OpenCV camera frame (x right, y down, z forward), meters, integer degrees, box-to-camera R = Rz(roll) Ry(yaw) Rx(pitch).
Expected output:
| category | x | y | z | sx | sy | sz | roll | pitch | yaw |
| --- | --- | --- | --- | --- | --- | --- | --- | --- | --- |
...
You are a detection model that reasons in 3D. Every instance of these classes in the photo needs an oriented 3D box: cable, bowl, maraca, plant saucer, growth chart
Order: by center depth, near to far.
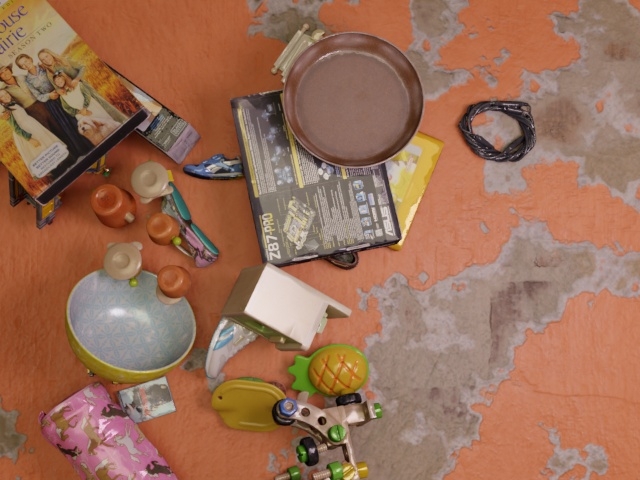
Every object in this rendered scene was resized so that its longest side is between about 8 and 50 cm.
| category | x | y | z | sx | sy | sz | roll | pitch | yaw |
| --- | --- | --- | --- | --- | --- | --- | --- | --- | --- |
| plant saucer | 0.072 | -0.305 | 1.751 | 0.311 | 0.050 | 0.310 | 0 | 81 | -2 |
| bowl | -0.438 | 0.215 | 1.782 | 0.290 | 0.289 | 0.156 | 34 | 129 | 3 |
| maraca | 0.019 | 0.301 | 1.823 | 0.186 | 0.099 | 0.127 | -11 | 97 | 7 |
| cable | 0.421 | -0.262 | 1.908 | 0.185 | 0.047 | 0.150 | 1 | 90 | -3 |
| growth chart | 0.002 | -0.399 | 1.924 | 0.237 | 0.021 | 0.172 | 43 | 85 | 3 |

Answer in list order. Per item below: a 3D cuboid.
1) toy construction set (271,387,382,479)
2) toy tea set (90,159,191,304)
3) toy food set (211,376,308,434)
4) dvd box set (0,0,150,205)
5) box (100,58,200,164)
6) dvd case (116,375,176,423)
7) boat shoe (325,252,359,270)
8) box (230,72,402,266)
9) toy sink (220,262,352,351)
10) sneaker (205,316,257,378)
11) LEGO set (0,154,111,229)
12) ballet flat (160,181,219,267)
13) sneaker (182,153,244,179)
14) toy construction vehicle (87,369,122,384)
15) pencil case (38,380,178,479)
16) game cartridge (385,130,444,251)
| category | x | y | z | sx | sy | sz | roll | pitch | yaw |
| --- | --- | --- | --- | --- | --- | --- | --- | --- | --- |
| toy construction set | 0.034 | 0.470 | 1.746 | 0.237 | 0.308 | 0.257 | -12 | 45 | -21 |
| toy tea set | -0.403 | -0.006 | 1.820 | 0.200 | 0.124 | 0.335 | -15 | 78 | -1 |
| toy food set | -0.138 | 0.370 | 1.836 | 0.218 | 0.071 | 0.128 | 8 | 109 | 2 |
| dvd box set | -0.618 | -0.327 | 1.720 | 0.308 | 0.062 | 0.420 | -41 | 80 | -6 |
| box | -0.428 | -0.304 | 1.840 | 0.290 | 0.169 | 0.087 | 37 | 88 | 2 |
| dvd case | -0.405 | 0.375 | 1.854 | 0.120 | 0.013 | 0.087 | -17 | 85 | -1 |
| boat shoe | 0.000 | 0.000 | 1.863 | 0.207 | 0.073 | 0.073 | 28 | 88 | 3 |
| box | -0.012 | -0.154 | 1.798 | 0.319 | 0.097 | 0.394 | -12 | 84 | -4 |
| toy sink | -0.077 | 0.165 | 1.762 | 0.234 | 0.153 | 0.131 | 31 | 71 | -21 |
| sneaker | -0.194 | 0.219 | 1.835 | 0.092 | 0.087 | 0.228 | 26 | 87 | 0 |
| LEGO set | -0.667 | -0.188 | 1.851 | 0.331 | 0.192 | 0.255 | 32 | 56 | 0 |
| ballet flat | -0.325 | -0.031 | 1.867 | 0.079 | 0.077 | 0.221 | -35 | 88 | 10 |
| sneaker | -0.253 | -0.175 | 1.887 | 0.144 | 0.053 | 0.059 | 1 | 85 | -9 |
| toy construction vehicle | -0.501 | 0.285 | 1.850 | 0.086 | 0.035 | 0.098 | 3 | 85 | 0 |
| pencil case | -0.457 | 0.500 | 1.774 | 0.160 | 0.167 | 0.386 | -41 | 85 | 34 |
| game cartridge | 0.092 | -0.164 | 1.879 | 0.324 | 0.053 | 0.285 | 22 | 87 | -2 |
